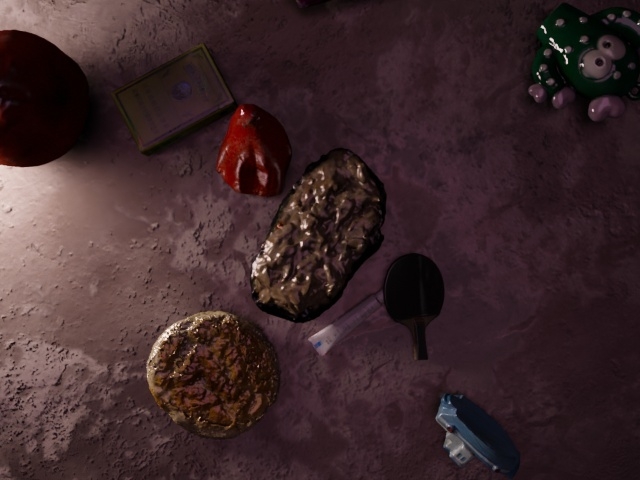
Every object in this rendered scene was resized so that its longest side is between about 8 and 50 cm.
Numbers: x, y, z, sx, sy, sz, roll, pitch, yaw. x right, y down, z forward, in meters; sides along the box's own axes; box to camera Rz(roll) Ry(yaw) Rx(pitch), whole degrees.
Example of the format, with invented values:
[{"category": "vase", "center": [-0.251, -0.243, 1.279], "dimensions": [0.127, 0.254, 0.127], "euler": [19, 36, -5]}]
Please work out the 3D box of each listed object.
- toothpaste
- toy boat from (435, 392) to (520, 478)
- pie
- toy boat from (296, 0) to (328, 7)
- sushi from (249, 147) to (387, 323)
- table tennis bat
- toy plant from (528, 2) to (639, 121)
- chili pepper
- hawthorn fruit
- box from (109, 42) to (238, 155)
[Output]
[{"category": "toothpaste", "center": [0.063, 0.163, 1.396], "dimensions": [0.190, 0.031, 0.048], "euler": [-38, 89, 3]}, {"category": "toy boat", "center": [0.306, 0.402, 1.369], "dimensions": [0.215, 0.088, 0.102], "euler": [39, 125, 1]}, {"category": "pie", "center": [-0.218, 0.276, 1.391], "dimensions": [0.274, 0.055, 0.274], "euler": [0, 92, -3]}, {"category": "toy boat", "center": [0.112, -0.556, 1.366], "dimensions": [0.392, 0.136, 0.079], "euler": [-18, 121, 1]}, {"category": "sushi", "center": [0.000, 0.000, 1.329], "dimensions": [0.211, 0.171, 0.350], "euler": [33, 90, 4]}, {"category": "table tennis bat", "center": [0.193, 0.136, 1.385], "dimensions": [0.130, 0.019, 0.221], "euler": [-7, 93, -12]}, {"category": "toy plant", "center": [0.538, -0.357, 1.345], "dimensions": [0.243, 0.112, 0.233], "euler": [19, 88, 8]}, {"category": "chili pepper", "center": [-0.119, -0.174, 1.301], "dimensions": [0.136, 0.253, 0.144], "euler": [-28, 81, -17]}, {"category": "hawthorn fruit", "center": [-0.584, -0.270, 1.284], "dimensions": [0.265, 0.307, 0.265], "euler": [0, 97, 1]}, {"category": "box", "center": [-0.297, -0.287, 1.395], "dimensions": [0.220, 0.064, 0.141], "euler": [-27, 88, 0]}]
